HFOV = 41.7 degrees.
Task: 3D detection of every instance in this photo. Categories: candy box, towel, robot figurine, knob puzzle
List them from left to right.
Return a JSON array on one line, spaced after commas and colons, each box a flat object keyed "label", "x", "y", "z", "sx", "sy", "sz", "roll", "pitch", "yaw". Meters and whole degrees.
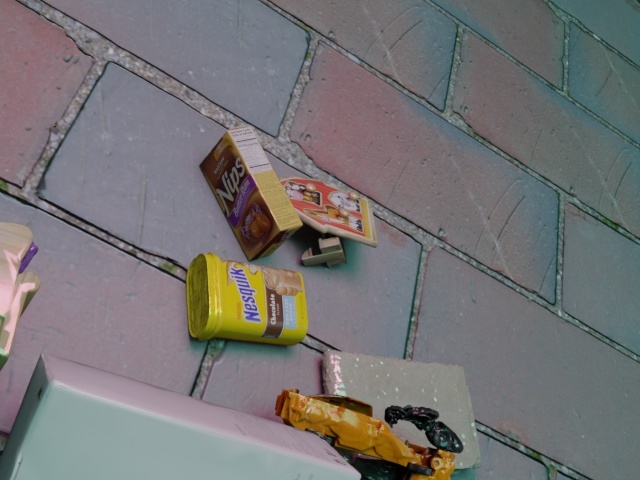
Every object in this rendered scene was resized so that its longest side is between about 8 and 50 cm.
[{"label": "candy box", "x": -0.113, "y": -0.074, "z": 1.340, "sx": 0.053, "sy": 0.109, "sz": 0.186, "roll": -16, "pitch": 72, "yaw": -41}, {"label": "knob puzzle", "x": 0.004, "y": -0.069, "z": 1.418, "sx": 0.213, "sy": 0.030, "sz": 0.213, "roll": 19, "pitch": 26, "yaw": -10}, {"label": "robot figurine", "x": 0.062, "y": 0.318, "z": 1.186, "sx": 0.291, "sy": 0.085, "sz": 0.211, "roll": 21, "pitch": 79, "yaw": -14}, {"label": "towel", "x": 0.128, "y": 0.275, "z": 1.337, "sx": 0.282, "sy": 0.049, "sz": 0.187, "roll": 12, "pitch": 56, "yaw": -28}]

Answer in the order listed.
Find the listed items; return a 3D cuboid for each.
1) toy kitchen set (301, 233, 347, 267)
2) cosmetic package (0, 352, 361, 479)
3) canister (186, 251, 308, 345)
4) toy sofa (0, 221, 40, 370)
[{"label": "toy kitchen set", "x": 0.000, "y": 0.000, "z": 1.406, "sx": 0.068, "sy": 0.083, "sz": 0.075, "roll": -13, "pitch": 64, "yaw": 5}, {"label": "cosmetic package", "x": -0.175, "y": 0.295, "z": 0.977, "sx": 0.385, "sy": 0.156, "sz": 0.217, "roll": 24, "pitch": 87, "yaw": -20}, {"label": "canister", "x": -0.108, "y": 0.092, "z": 1.265, "sx": 0.170, "sy": 0.073, "sz": 0.126, "roll": 11, "pitch": 58, "yaw": -32}, {"label": "toy sofa", "x": -0.520, "y": 0.040, "z": 0.953, "sx": 0.363, "sy": 0.150, "sz": 0.177, "roll": 21, "pitch": 48, "yaw": -24}]
